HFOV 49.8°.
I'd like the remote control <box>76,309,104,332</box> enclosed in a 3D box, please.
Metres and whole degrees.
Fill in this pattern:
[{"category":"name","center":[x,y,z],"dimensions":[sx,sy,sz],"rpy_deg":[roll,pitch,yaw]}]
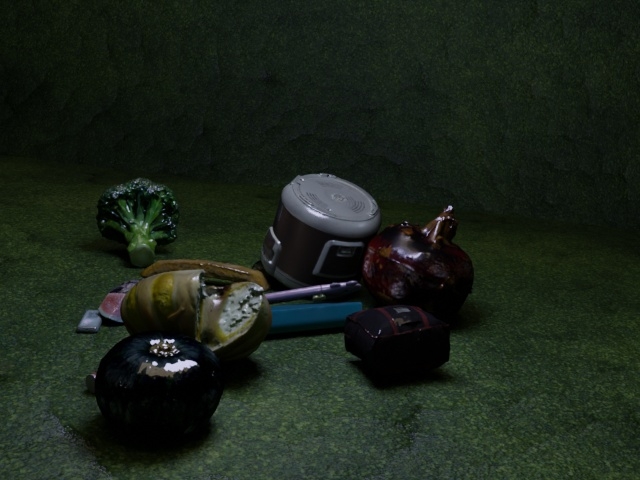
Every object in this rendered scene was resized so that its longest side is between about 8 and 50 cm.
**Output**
[{"category":"remote control","center":[-0.568,0.199,1.710],"dimensions":[0.053,0.018,0.124],"rpy_deg":[4,14,-10]}]

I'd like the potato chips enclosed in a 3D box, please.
[{"category":"potato chips","center":[-0.351,0.096,2.089],"dimensions":[0.406,0.080,0.057],"rpy_deg":[6,24,5]}]

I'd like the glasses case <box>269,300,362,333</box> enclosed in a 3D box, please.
[{"category":"glasses case","center":[-0.047,0.201,1.798],"dimensions":[0.301,0.070,0.117],"rpy_deg":[-4,1,-26]}]

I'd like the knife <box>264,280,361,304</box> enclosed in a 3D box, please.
[{"category":"knife","center":[-0.085,0.155,1.858],"dimensions":[0.398,0.038,0.132],"rpy_deg":[-8,-17,-1]}]

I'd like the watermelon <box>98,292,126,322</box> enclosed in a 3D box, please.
[{"category":"watermelon","center":[-0.514,0.170,1.739],"dimensions":[0.084,0.072,0.092],"rpy_deg":[0,13,9]}]

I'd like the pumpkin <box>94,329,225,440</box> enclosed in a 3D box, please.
[{"category":"pumpkin","center":[-0.292,0.262,1.270],"dimensions":[0.233,0.163,0.233],"rpy_deg":[4,17,-1]}]

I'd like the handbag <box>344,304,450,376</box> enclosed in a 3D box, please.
[{"category":"handbag","center":[0.173,0.225,1.597],"dimensions":[0.215,0.155,0.169],"rpy_deg":[-4,10,-25]}]

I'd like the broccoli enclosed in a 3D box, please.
[{"category":"broccoli","center":[-0.589,-0.061,2.251],"dimensions":[0.297,0.298,0.297],"rpy_deg":[0,39,-21]}]

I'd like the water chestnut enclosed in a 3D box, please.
[{"category":"water chestnut","center":[0.288,0.057,1.956],"dimensions":[0.335,0.347,0.335],"rpy_deg":[15,12,-3]}]

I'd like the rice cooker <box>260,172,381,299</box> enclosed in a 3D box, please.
[{"category":"rice cooker","center":[0.000,0.000,2.096],"dimensions":[0.335,0.325,0.335],"rpy_deg":[14,30,-8]}]

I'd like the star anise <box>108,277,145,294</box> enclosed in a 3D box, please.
[{"category":"star anise","center":[-0.487,0.138,1.891],"dimensions":[0.204,0.061,0.180],"rpy_deg":[-3,16,-29]}]

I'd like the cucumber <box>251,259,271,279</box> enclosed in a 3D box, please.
[{"category":"cucumber","center":[-0.155,0.069,2.264],"dimensions":[0.072,0.072,0.300],"rpy_deg":[8,15,10]}]

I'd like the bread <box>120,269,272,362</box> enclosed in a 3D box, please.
[{"category":"bread","center":[-0.266,0.179,1.482],"dimensions":[0.333,0.160,0.333],"rpy_deg":[-2,-24,-1]}]

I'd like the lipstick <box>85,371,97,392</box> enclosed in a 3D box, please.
[{"category":"lipstick","center":[-0.417,0.275,1.420],"dimensions":[0.038,0.038,0.130],"rpy_deg":[15,17,33]}]
